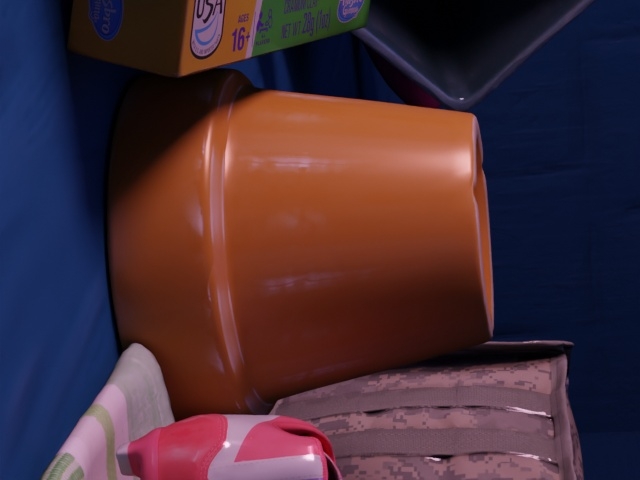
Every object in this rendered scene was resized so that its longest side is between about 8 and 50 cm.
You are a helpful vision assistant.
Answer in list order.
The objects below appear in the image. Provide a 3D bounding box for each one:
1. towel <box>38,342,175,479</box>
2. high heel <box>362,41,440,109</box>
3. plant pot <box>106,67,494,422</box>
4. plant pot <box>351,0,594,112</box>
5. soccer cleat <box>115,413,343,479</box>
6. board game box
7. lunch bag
[{"bbox_3d":[-0.093,0.220,0.586,0.325,0.038,0.248,-68,152,-70],"label":"towel"},{"bbox_3d":[0.117,-0.342,1.677,0.181,0.127,0.377,4,-66,64],"label":"high heel"},{"bbox_3d":[0.000,0.000,0.780,0.205,0.188,0.205,-4,90,-81],"label":"plant pot"},{"bbox_3d":[0.113,-0.327,1.287,0.248,0.247,0.252,32,28,-36],"label":"plant pot"},{"bbox_3d":[-0.025,0.125,0.680,0.248,0.095,0.083,50,34,-75],"label":"soccer cleat"},{"bbox_3d":[-0.024,-0.257,0.704,0.242,0.064,0.316,-32,134,-62],"label":"board game box"},{"bbox_3d":[0.078,0.162,1.042,0.287,0.235,0.169,-78,163,-61],"label":"lunch bag"}]
